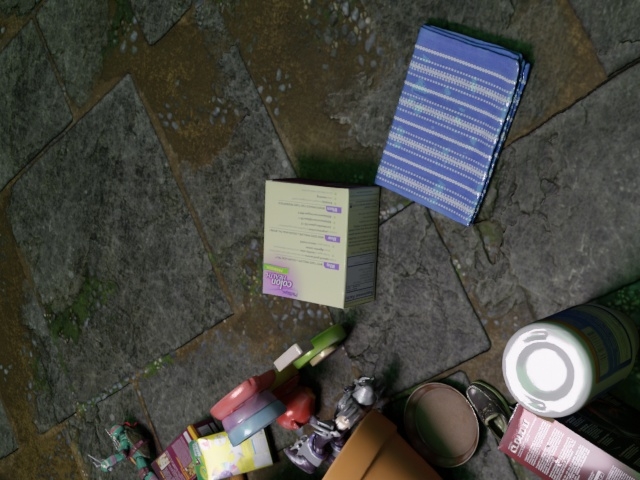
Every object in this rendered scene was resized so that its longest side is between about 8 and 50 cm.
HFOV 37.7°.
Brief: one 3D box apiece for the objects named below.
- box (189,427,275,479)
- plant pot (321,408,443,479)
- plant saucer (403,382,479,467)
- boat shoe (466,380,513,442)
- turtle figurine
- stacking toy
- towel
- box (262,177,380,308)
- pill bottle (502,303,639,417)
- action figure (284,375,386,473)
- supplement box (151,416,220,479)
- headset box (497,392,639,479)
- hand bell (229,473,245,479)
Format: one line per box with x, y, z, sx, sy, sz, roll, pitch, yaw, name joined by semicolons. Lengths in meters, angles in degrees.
-0.203;0.483;2.135;0.179;0.043;0.105;-15;85;2;box
0.111;0.504;1.824;0.203;0.291;0.290;31;114;13;plant pot
0.242;0.361;1.845;0.168;0.029;0.168;5;99;38;plant saucer
0.328;0.328;1.762;0.152;0.049;0.056;46;120;24;boat shoe
-0.476;0.540;2.344;0.234;0.175;0.118;43;101;16;turtle figurine
-0.054;0.311;1.918;0.279;0.309;0.130;-39;79;23;stacking toy
0.239;-0.221;1.773;0.243;0.040;0.336;28;112;32;towel
0.000;0.000;1.931;0.214;0.117;0.242;8;99;36;box
0.422;0.185;1.533;0.152;0.272;0.152;5;98;36;pill bottle
0.037;0.369;1.916;0.099;0.185;0.285;46;130;20;action figure
-0.311;0.524;2.251;0.188;0.081;0.104;-46;69;31;supplement box
0.456;0.340;1.561;0.293;0.218;0.110;31;113;29;headset box
-0.193;0.639;2.178;0.126;0.126;0.242;-11;77;38;hand bell
